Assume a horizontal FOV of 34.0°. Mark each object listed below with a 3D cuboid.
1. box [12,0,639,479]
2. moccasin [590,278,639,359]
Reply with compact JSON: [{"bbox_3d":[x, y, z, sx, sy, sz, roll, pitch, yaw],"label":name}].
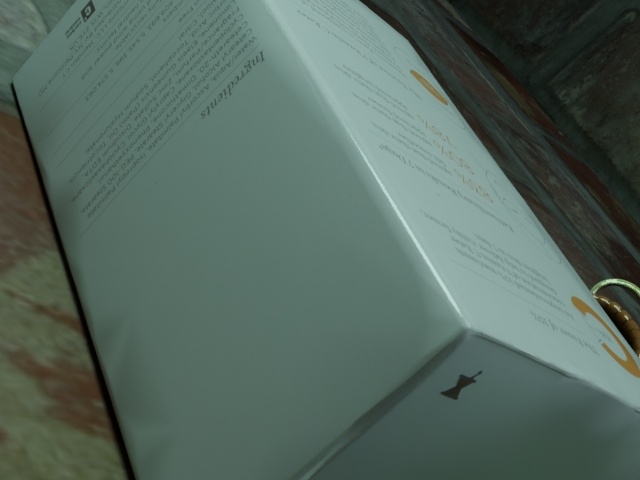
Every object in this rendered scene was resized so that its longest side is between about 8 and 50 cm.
[{"bbox_3d":[0.000,0.000,0.559,0.215,0.168,0.345,27,26,-45],"label":"box"},{"bbox_3d":[0.188,0.097,0.772,0.380,0.147,0.139,43,16,-36],"label":"moccasin"}]
